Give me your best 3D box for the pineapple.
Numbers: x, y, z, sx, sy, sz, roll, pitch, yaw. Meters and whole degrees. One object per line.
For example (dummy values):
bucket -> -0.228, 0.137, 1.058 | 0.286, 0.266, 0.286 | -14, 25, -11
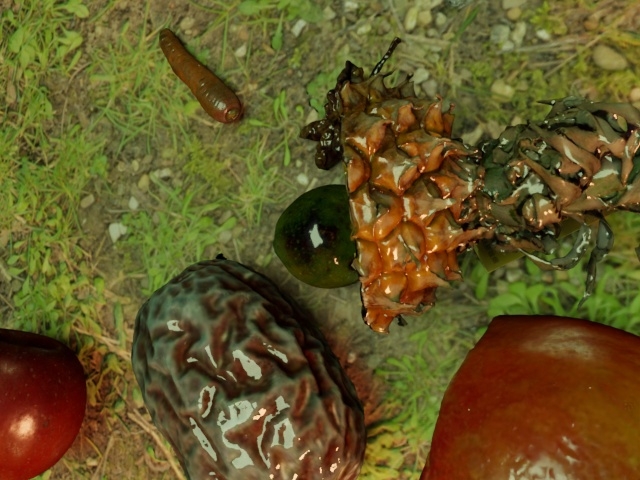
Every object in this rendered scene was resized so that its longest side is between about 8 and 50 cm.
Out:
pineapple -> 0.165, -0.048, 0.634 | 0.271, 0.262, 0.263 | -5, 86, 9

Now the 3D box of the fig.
fig -> 0.000, 0.000, 0.827 | 0.156, 0.123, 0.123 | -20, 77, 62

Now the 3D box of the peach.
peach -> 0.248, 0.249, 0.612 | 0.380, 0.242, 0.306 | 43, 111, 21

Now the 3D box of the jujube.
jujube -> -0.088, 0.169, 0.800 | 0.226, 0.226, 0.317 | -43, 66, 18

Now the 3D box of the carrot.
carrot -> -0.172, -0.229, 0.946 | 0.047, 0.047, 0.191 | -50, 63, 16

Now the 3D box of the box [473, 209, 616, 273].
box -> 0.226, -0.035, 0.732 | 0.156, 0.022, 0.089 | -28, 95, 28

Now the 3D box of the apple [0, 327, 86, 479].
apple -> -0.439, 0.227, 0.958 | 0.218, 0.218, 0.202 | 7, 88, 26

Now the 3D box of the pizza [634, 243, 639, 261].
pizza -> 0.414, -0.015, 0.641 | 0.188, 0.062, 0.199 | 30, 95, 11

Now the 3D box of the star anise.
star anise -> 0.042, -0.161, 0.816 | 0.097, 0.070, 0.191 | 52, 122, 29
